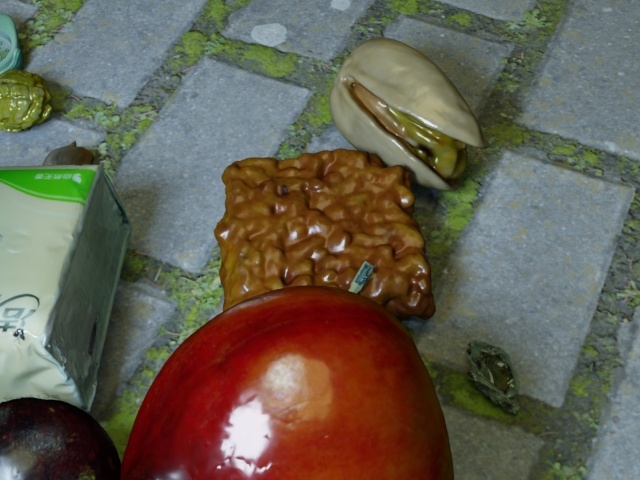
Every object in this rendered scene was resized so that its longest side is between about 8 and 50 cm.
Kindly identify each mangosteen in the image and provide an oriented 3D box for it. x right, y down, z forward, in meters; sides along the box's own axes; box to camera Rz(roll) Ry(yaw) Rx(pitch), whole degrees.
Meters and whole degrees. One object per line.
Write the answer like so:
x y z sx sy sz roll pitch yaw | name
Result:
-0.366 0.284 1.246 0.231 0.231 0.289 -23 32 -16 | mangosteen

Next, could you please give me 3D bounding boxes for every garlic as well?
-0.408 -0.102 1.632 0.084 0.066 0.152 -2 49 -3 | garlic

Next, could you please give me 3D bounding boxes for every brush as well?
0.048 0.067 1.410 0.016 0.013 0.084 32 79 1 | brush

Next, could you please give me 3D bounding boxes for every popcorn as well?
-0.507 -0.231 1.719 0.120 0.116 0.106 37 104 29 | popcorn

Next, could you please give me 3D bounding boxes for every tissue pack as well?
-0.497 0.060 1.389 0.404 0.205 0.332 -2 50 8 | tissue pack

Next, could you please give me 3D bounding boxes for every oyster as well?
0.242 0.187 1.428 0.098 0.037 0.100 30 35 1 | oyster

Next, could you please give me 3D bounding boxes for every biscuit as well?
0.000 0.000 1.521 0.311 0.111 0.318 -6 54 -3 | biscuit

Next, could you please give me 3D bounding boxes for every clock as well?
-0.603 -0.320 1.811 0.148 0.060 0.189 -16 54 -13 | clock

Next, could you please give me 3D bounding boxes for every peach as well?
-0.042 0.244 1.179 0.388 0.388 0.388 0 52 0 | peach

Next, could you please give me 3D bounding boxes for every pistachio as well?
0.137 -0.203 1.647 0.187 0.188 0.299 -35 66 -24 | pistachio
